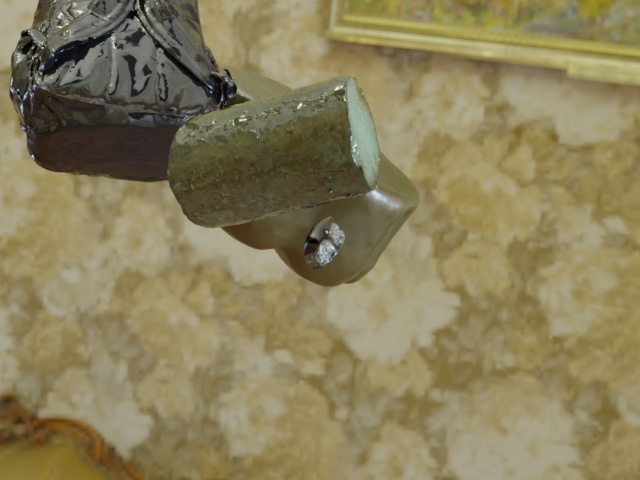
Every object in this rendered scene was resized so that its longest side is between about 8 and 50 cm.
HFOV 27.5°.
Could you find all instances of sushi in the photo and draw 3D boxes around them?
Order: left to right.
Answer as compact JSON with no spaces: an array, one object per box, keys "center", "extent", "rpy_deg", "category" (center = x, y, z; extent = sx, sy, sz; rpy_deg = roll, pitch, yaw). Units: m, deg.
[{"center":[0.000,0.000,1.842],"extent":[0.044,0.046,0.083],"rpy_deg":[-17,25,37],"category":"sushi"}]

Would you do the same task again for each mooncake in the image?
[{"center":[-0.055,-0.113,2.442],"extent":[0.467,0.262,0.467],"rpy_deg":[34,11,-7],"category":"mooncake"}]

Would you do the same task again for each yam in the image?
[{"center":[-0.052,-0.114,1.713],"extent":[0.268,0.161,0.161],"rpy_deg":[-13,-1,26],"category":"yam"}]

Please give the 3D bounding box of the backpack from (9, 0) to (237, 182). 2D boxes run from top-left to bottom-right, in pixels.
[{"center":[-0.334,-0.317,2.189],"extent":[0.363,0.255,0.445],"rpy_deg":[4,47,-17],"category":"backpack"}]
